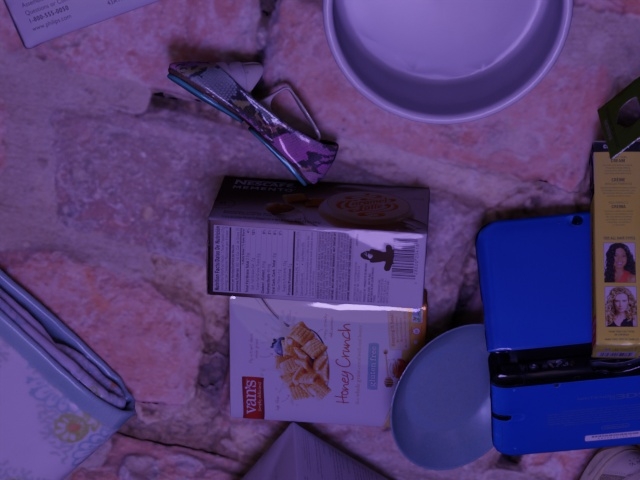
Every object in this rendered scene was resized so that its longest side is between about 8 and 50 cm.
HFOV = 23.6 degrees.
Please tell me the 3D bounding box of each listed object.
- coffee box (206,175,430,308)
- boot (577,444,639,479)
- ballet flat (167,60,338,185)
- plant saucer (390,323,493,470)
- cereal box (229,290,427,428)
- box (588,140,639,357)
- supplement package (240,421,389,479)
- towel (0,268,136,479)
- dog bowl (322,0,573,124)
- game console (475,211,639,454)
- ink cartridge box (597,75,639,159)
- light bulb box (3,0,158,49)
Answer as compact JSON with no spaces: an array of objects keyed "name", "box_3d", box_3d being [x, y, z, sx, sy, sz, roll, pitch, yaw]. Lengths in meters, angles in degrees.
[{"name":"coffee box","box_3d":[0.000,0.000,1.768,0.246,0.141,0.098,4,112,5]},{"name":"boot","box_3d":[0.367,0.403,1.860,0.095,0.203,0.262,12,113,-35]},{"name":"ballet flat","box_3d":[-0.071,-0.153,1.756,0.221,0.077,0.079,38,92,-15]},{"name":"plant saucer","box_3d":[0.160,0.184,1.853,0.195,0.037,0.195,-12,115,-26]},{"name":"cereal box","box_3d":[0.008,0.140,1.872,0.240,0.047,0.173,2,113,4]},{"name":"box","box_3d":[0.331,0.011,1.709,0.058,0.087,0.232,0,77,6]},{"name":"supplement package","box_3d":[0.015,0.403,1.875,0.262,0.199,0.198,33,111,-19]},{"name":"towel","box_3d":[-0.465,0.181,1.912,0.320,0.090,0.374,-40,103,21]},{"name":"dog bowl","box_3d":[0.134,-0.266,1.653,0.264,0.104,0.265,0,117,0]},{"name":"game console","box_3d":[0.338,0.108,1.809,0.293,0.173,0.250,-5,139,3]},{"name":"ink cartridge box","box_3d":[0.371,-0.223,1.618,0.255,0.189,0.097,-41,103,18]},{"name":"light bulb box","box_3d":[-0.192,-0.440,1.561,0.357,0.225,0.361,-18,109,12]}]
